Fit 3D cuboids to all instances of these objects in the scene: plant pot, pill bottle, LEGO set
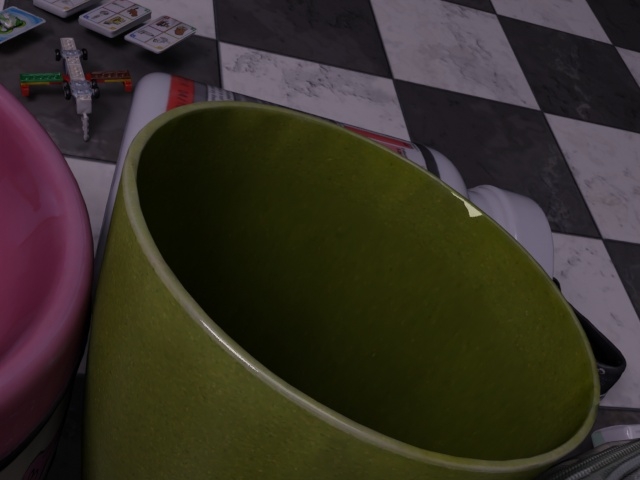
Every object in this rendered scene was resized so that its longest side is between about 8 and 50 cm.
[{"bbox_3d":[-0.035,0.112,0.485,0.275,0.293,0.274,23,31,-14],"label":"plant pot"},{"bbox_3d":[0.000,0.000,0.680,0.363,0.210,0.210,13,46,-16],"label":"pill bottle"},{"bbox_3d":[-0.278,-0.205,0.863,0.183,0.060,0.244,25,42,13],"label":"LEGO set"}]

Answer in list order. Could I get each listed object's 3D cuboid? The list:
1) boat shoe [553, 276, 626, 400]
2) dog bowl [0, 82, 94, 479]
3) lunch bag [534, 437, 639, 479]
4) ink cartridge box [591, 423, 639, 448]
[{"bbox_3d":[0.229,0.068,0.829,0.080,0.076,0.228,-19,61,-38],"label":"boat shoe"},{"bbox_3d":[-0.301,0.007,0.390,0.408,0.150,0.407,28,33,-20],"label":"dog bowl"},{"bbox_3d":[0.141,0.257,0.460,0.212,0.305,0.256,44,49,11],"label":"lunch bag"},{"bbox_3d":[0.365,0.284,0.736,0.181,0.056,0.224,4,68,-24],"label":"ink cartridge box"}]
